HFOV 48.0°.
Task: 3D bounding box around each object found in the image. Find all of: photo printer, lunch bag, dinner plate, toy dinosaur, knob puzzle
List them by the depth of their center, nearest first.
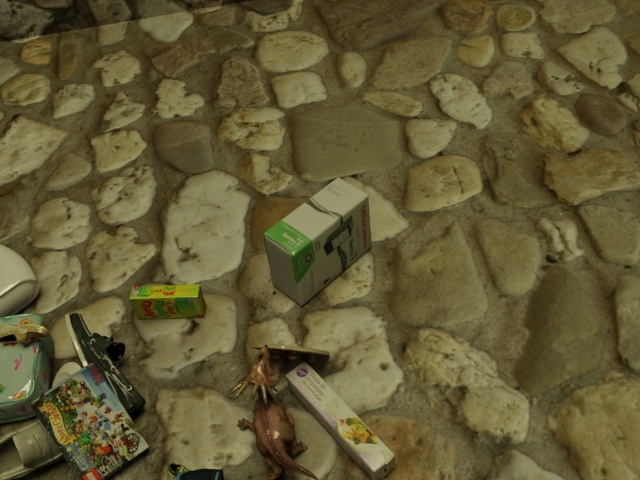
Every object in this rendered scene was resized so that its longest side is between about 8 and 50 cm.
[{"bbox_3d":[-0.112,0.397,1.573,0.127,0.200,0.296,-21,49,-14],"label":"toy dinosaur"},{"bbox_3d":[-0.074,0.270,1.715,0.213,0.213,0.030,4,78,10],"label":"knob puzzle"},{"bbox_3d":[-0.613,0.363,1.728,0.141,0.017,0.141,-12,71,38],"label":"dinner plate"},{"bbox_3d":[-0.793,0.318,1.789,0.223,0.108,0.279,-12,46,-3],"label":"lunch bag"},{"bbox_3d":[-0.947,0.143,1.972,0.256,0.107,0.307,32,57,31],"label":"photo printer"}]

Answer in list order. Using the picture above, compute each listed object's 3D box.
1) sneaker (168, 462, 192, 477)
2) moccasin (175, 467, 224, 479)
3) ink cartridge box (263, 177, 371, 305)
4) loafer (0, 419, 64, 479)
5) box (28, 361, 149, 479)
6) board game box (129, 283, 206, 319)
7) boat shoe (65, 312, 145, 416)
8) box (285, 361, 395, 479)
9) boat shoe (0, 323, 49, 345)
[{"bbox_3d":[-0.304,0.518,1.593,0.083,0.035,0.031,11,50,17],"label":"sneaker"},{"bbox_3d":[-0.211,0.599,1.439,0.116,0.138,0.342,-13,47,-12],"label":"moccasin"},{"bbox_3d":[0.000,0.000,1.928,0.121,0.211,0.289,32,58,32],"label":"ink cartridge box"},{"bbox_3d":[-0.649,0.469,1.611,0.319,0.111,0.112,-27,90,-12],"label":"loafer"},{"bbox_3d":[-0.514,0.413,1.603,0.159,0.233,0.044,-34,10,-24],"label":"box"},{"bbox_3d":[-0.402,0.163,1.901,0.181,0.092,0.043,-2,48,4],"label":"board game box"},{"bbox_3d":[-0.528,0.297,1.767,0.113,0.127,0.340,-25,51,-18],"label":"boat shoe"},{"bbox_3d":[0.041,0.409,1.637,0.063,0.067,0.324,-32,50,-23],"label":"box"},{"bbox_3d":[-0.726,0.233,1.754,0.135,0.050,0.045,-5,49,17],"label":"boat shoe"}]
